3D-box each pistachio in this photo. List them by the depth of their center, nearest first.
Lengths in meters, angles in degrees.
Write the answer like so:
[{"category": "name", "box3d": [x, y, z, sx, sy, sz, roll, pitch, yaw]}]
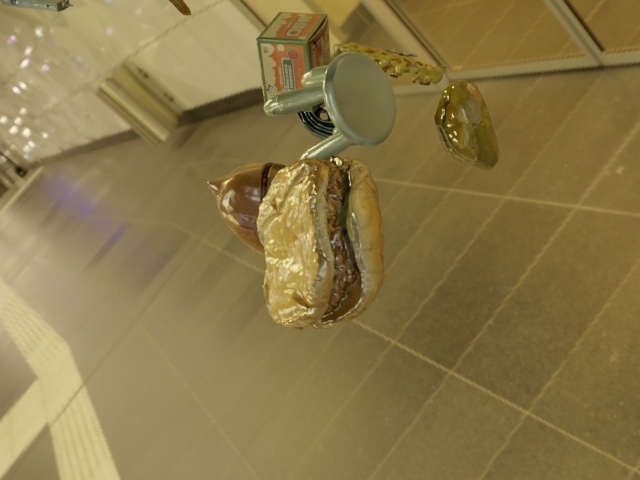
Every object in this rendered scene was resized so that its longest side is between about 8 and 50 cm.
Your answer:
[{"category": "pistachio", "box3d": [0.273, -0.202, 1.465, 0.100, 0.189, 0.110, -21, 30, 8]}]

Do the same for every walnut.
[{"category": "walnut", "box3d": [-0.101, -0.063, 1.667, 0.203, 0.297, 0.203, -160, 90, -76]}]

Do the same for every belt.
[{"category": "belt", "box3d": [0.055, -0.368, 2.193, 0.267, 0.116, 0.207, 2, 86, 16]}]

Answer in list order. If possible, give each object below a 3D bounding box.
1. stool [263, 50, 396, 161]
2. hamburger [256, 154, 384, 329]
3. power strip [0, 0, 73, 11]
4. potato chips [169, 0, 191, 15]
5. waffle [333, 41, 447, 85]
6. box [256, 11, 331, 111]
[{"category": "stool", "box3d": [0.026, -0.276, 1.642, 0.198, 0.195, 0.195, -10, 27, 47]}, {"category": "hamburger", "box3d": [0.001, 0.001, 1.275, 0.259, 0.144, 0.283, -29, 65, 59]}, {"category": "power strip", "box3d": [-0.521, -0.440, 1.446, 0.051, 0.136, 0.019, -67, -16, -60]}, {"category": "potato chips", "box3d": [-0.350, -0.558, 1.739, 0.026, 0.204, 0.037, -12, 72, 21]}, {"category": "waffle", "box3d": [0.168, -0.435, 1.921, 0.262, 0.280, 0.060, -73, -1, -71]}, {"category": "box", "box3d": [-0.058, -0.458, 2.006, 0.148, 0.195, 0.178, 8, 39, 15]}]
